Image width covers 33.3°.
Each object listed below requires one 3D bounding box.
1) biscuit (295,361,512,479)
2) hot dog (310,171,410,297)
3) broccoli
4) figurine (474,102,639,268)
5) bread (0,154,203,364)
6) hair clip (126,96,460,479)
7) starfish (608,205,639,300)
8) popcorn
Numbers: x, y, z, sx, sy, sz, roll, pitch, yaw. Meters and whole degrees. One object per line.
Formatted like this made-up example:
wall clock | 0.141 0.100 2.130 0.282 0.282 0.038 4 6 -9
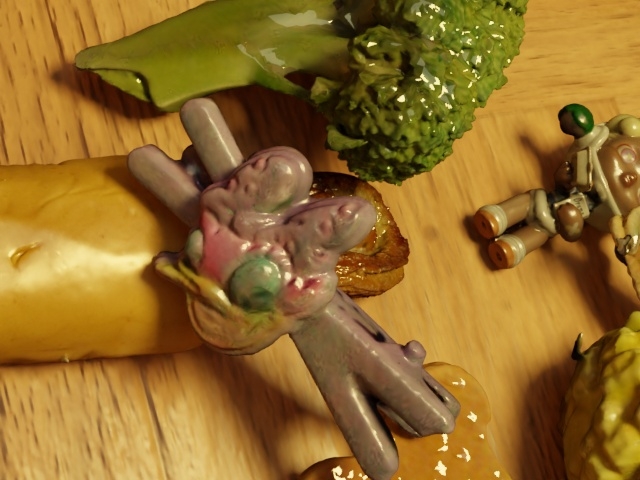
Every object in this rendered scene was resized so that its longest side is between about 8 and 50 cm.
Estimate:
biscuit | 0.114 0.267 0.738 0.216 0.047 0.339 -38 90 -28
hot dog | 0.000 0.002 0.783 0.147 0.065 0.099 -3 62 -22
broccoli | 0.025 -0.132 0.794 0.302 0.186 0.254 -46 56 -12
figurine | 0.223 -0.040 0.879 0.197 0.093 0.147 -27 95 -27
bread | -0.202 0.014 0.678 0.305 0.091 0.142 -6 67 -26
hair clip | -0.005 0.034 0.662 0.278 0.137 0.090 47 21 -12
starfish | 0.446 0.092 0.885 0.324 0.082 0.432 -34 94 -19
popcorn | 0.240 0.135 0.778 0.142 0.173 0.173 4 61 22
